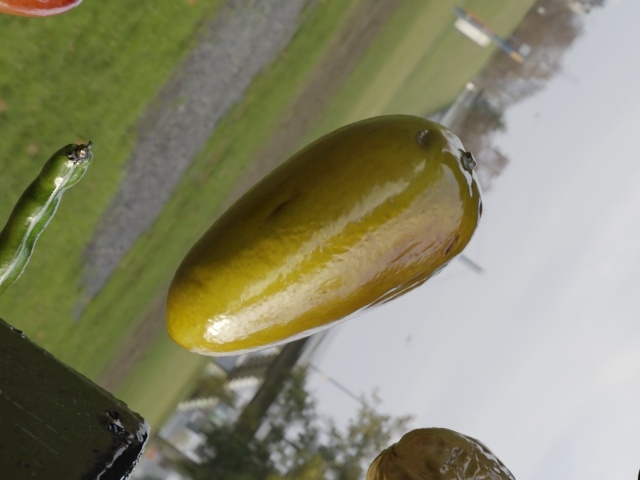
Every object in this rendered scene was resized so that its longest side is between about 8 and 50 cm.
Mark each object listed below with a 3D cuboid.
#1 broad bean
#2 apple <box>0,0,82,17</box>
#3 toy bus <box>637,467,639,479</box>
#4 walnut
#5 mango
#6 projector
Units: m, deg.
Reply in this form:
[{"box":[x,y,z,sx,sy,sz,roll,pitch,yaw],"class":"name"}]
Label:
[{"box":[-0.321,-0.028,1.506,0.254,0.046,0.065,-52,-146,27],"class":"broad bean"},{"box":[-0.357,-0.375,1.594,0.218,0.201,0.218,-161,-90,-74],"class":"apple"},{"box":[0.432,0.294,1.607,0.060,0.123,0.075,-25,-118,44],"class":"toy bus"},{"box":[0.188,0.380,1.983,0.198,0.245,0.198,-48,-175,6],"class":"walnut"},{"box":[0.000,0.000,1.682,0.445,0.220,0.301,-28,171,-13],"class":"mango"},{"box":[-0.479,0.296,1.762,0.242,0.395,0.405,-59,176,30],"class":"projector"}]
